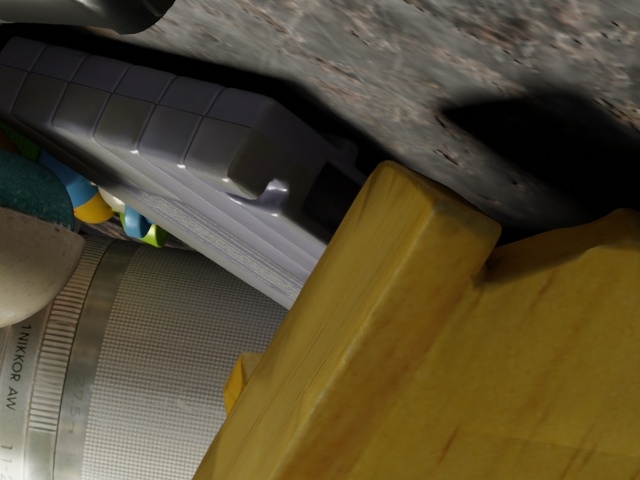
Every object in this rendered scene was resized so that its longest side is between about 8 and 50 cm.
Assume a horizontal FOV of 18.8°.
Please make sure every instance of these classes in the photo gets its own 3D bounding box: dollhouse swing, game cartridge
[{"bbox_3d":[0.139,0.084,0.923,0.346,0.315,0.305,24,-152,-11],"label":"dollhouse swing"},{"bbox_3d":[0.000,0.000,1.077,0.230,0.068,0.355,24,172,46],"label":"game cartridge"}]

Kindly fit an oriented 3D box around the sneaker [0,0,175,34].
[{"bbox_3d":[-0.186,-0.108,0.761,0.283,0.124,0.107,22,171,27],"label":"sneaker"}]

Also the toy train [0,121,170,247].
[{"bbox_3d":[-0.156,-0.031,1.265,0.143,0.105,0.248,12,170,6],"label":"toy train"}]

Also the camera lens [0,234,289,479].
[{"bbox_3d":[-0.108,0.114,1.361,0.274,0.219,0.219,9,169,6],"label":"camera lens"}]

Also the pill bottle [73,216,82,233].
[{"bbox_3d":[-0.293,-0.047,1.471,0.208,0.118,0.117,32,170,-30],"label":"pill bottle"}]

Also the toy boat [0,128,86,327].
[{"bbox_3d":[-0.263,-0.050,1.008,0.267,0.148,0.318,11,171,18],"label":"toy boat"}]
